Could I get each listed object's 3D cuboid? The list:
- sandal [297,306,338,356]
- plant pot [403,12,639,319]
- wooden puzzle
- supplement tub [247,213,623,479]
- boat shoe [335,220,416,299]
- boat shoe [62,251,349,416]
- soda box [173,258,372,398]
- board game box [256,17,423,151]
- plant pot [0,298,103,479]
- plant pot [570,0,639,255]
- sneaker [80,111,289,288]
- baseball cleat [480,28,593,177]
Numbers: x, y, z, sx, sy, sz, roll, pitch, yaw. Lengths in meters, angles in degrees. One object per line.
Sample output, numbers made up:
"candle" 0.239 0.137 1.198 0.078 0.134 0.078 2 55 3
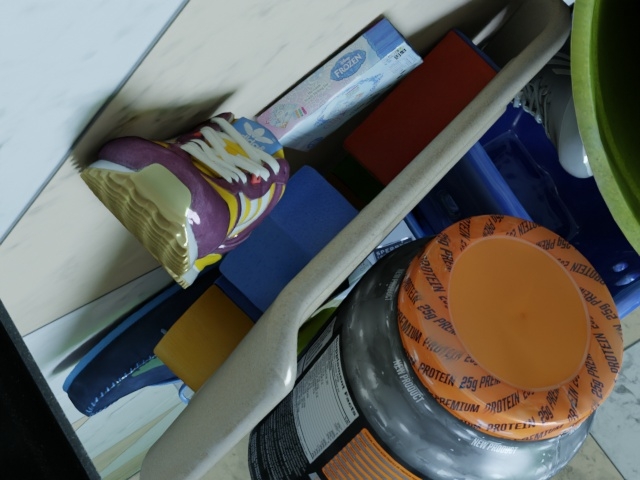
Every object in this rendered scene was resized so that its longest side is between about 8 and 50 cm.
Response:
"sandal" -0.041 0.149 1.315 0.126 0.138 0.317 -38 -159 -32
"plant pot" 0.203 -0.048 1.128 0.236 0.236 0.212 -34 180 -25
"wooden puzzle" 0.000 0.000 0.858 0.348 0.080 0.322 -50 180 -32
"supplement tub" 0.083 0.130 0.999 0.207 0.207 0.338 -32 168 -34
"boat shoe" 0.100 0.001 1.388 0.258 0.095 0.084 -9 -175 -8
"boat shoe" -0.083 0.069 1.015 0.258 0.089 0.109 -35 173 -17
"soda box" -0.057 0.062 1.205 0.216 0.069 0.074 -33 174 -26
"board game box" 0.013 -0.086 0.713 0.090 0.020 0.090 -38 174 9
"plant pot" -0.201 0.133 0.484 0.187 0.188 0.167 -32 -176 -39
"plant pot" 0.339 -0.139 0.810 0.366 0.366 0.353 -38 -175 15
"sneaker" -0.056 -0.030 0.583 0.084 0.069 0.185 -45 -179 -8
"baseball cleat" 0.162 -0.101 0.908 0.109 0.072 0.206 4 -154 13
